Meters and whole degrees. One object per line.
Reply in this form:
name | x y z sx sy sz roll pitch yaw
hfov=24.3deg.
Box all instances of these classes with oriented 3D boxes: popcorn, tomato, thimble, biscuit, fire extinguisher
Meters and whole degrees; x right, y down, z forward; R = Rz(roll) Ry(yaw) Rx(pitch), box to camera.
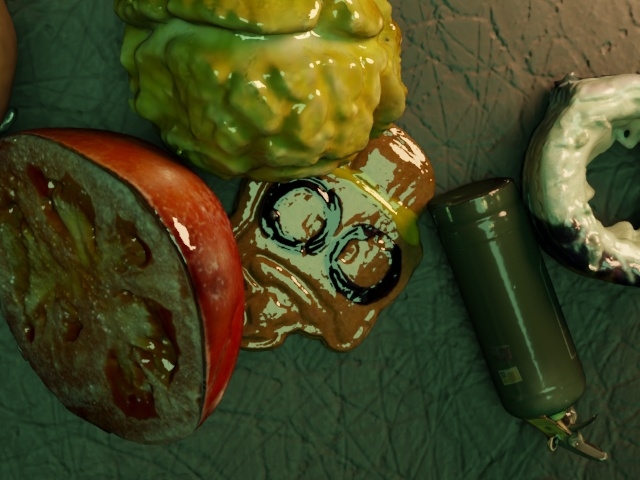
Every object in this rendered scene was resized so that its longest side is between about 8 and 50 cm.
popcorn | -0.064 -0.184 1.438 0.282 0.282 0.247 52 52 -7
tomato | -0.178 0.030 1.457 0.143 0.338 0.338 -32 99 -40
thimble | 0.319 -0.068 1.540 0.237 0.150 0.237 0 94 -5
biscuit | 0.000 0.000 1.570 0.208 0.041 0.290 38 90 -6
fire extinguisher | 0.213 0.088 1.560 0.095 0.114 0.311 -30 104 -42

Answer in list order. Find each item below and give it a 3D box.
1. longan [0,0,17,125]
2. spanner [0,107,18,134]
longan | -0.451 -0.193 1.365 0.361 0.361 0.361 0 95 -5
spanner | -0.423 -0.068 1.536 0.254 0.015 0.054 -38 99 -1
